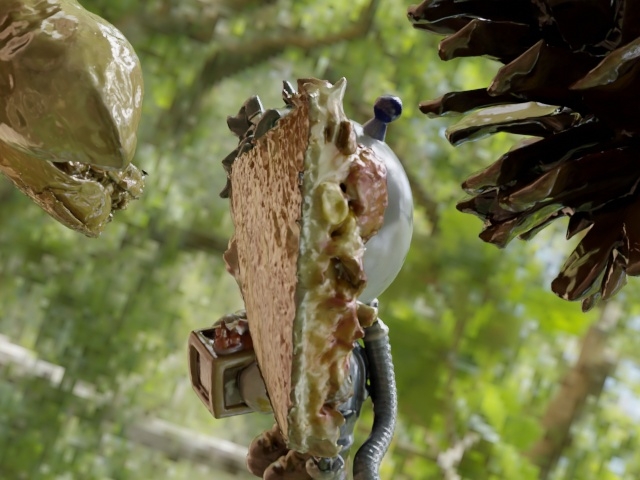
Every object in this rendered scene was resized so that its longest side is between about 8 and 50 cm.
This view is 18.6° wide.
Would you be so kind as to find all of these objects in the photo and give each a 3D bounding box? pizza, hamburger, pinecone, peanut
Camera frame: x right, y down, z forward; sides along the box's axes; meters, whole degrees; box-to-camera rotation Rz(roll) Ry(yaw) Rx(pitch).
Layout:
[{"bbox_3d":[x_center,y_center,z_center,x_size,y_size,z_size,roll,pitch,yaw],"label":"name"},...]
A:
[{"bbox_3d":[0.000,0.000,0.998,0.193,0.053,0.201,110,-26,-54],"label":"pizza"},{"bbox_3d":[-0.270,-0.101,1.888,0.108,0.214,0.214,-49,-168,-4],"label":"hamburger"},{"bbox_3d":[0.229,-0.157,1.604,0.384,0.384,0.384,-160,-90,-77],"label":"pinecone"},{"bbox_3d":[-0.184,-0.128,1.173,0.101,0.117,0.263,-37,-125,-1],"label":"peanut"}]

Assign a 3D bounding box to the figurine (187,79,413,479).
[{"bbox_3d":[-0.021,0.047,1.749,0.261,0.186,0.382,38,-53,52],"label":"figurine"}]
